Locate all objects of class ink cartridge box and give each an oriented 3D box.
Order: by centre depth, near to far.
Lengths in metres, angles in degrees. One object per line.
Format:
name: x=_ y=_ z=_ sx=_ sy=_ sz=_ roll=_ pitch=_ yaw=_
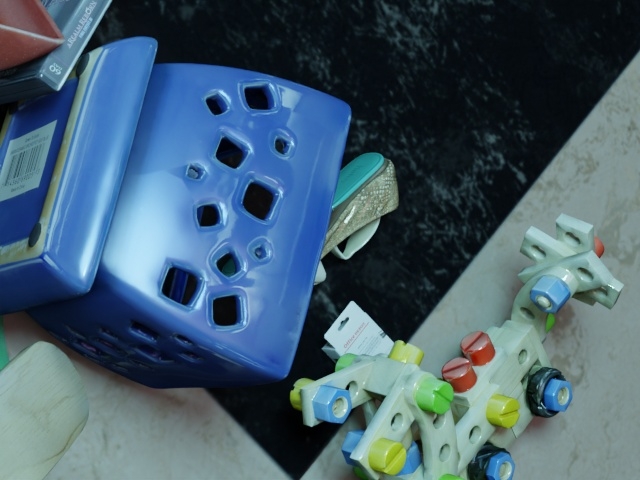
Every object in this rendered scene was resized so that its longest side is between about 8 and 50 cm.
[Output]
ink cartridge box: x=0.037 y=0.100 z=1.400 sx=0.083 sy=0.028 sz=0.048 roll=47 pitch=67 yaw=-20

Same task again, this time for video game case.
video game case: x=-0.192 y=-0.228 z=1.195 sx=0.026 sy=0.196 sz=0.274 roll=37 pitch=70 yaw=-28

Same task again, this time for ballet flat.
ballet flat: x=0.000 y=0.000 z=1.366 sx=0.206 sy=0.073 sz=0.067 roll=-37 pitch=119 yaw=-23

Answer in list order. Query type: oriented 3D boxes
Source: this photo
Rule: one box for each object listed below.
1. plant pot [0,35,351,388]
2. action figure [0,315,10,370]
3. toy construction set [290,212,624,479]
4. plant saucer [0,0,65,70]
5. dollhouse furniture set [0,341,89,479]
plant pot: x=-0.141 y=-0.022 z=1.175 sx=0.212 sy=0.236 sz=0.236 roll=22 pitch=71 yaw=-30
action figure: x=-0.294 y=0.156 z=1.189 sx=0.137 sy=0.063 sz=0.232 roll=-13 pitch=89 yaw=-32
toy construction set: x=0.138 y=0.119 z=1.372 sx=0.328 sy=0.151 sz=0.215 roll=-38 pitch=122 yaw=-17
plant saucer: x=-0.343 y=-0.207 z=1.100 sx=0.259 sy=0.258 sz=0.047 roll=11 pitch=114 yaw=-31
dollhouse furniture set: x=-0.329 y=0.138 z=1.038 sx=0.394 sy=0.362 sz=0.256 roll=62 pitch=21 yaw=-12
